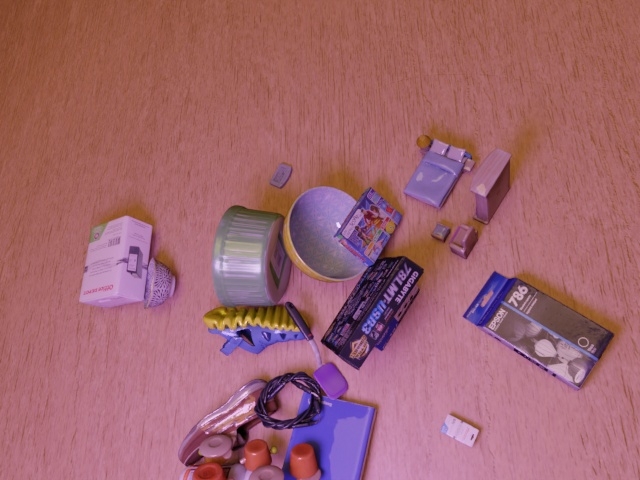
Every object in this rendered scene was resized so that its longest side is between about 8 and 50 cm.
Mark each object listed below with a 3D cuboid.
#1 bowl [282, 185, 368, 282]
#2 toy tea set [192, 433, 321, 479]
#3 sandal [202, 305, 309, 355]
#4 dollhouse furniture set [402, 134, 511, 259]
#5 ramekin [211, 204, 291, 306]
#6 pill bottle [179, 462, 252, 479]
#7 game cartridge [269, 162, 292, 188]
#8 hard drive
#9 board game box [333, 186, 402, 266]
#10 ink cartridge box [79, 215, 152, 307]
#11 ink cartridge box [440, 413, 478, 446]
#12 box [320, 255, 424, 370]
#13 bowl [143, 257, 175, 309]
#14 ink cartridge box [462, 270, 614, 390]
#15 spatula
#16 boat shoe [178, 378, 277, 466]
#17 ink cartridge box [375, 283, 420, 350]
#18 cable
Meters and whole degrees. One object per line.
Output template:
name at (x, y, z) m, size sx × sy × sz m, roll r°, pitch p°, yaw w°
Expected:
bowl at (0.000, 0.000, 1.570) m, size 0.156 × 0.289 × 0.290 m, roll -32°, pitch 51°, yaw 54°
toy tea set at (-0.168, 0.601, 1.339) m, size 0.335 × 0.200 × 0.124 m, roll -1°, pitch 108°, yaw 12°
sandal at (-0.187, 0.274, 1.583) m, size 0.317 × 0.126 × 0.138 m, roll 0°, pitch 106°, yaw 12°
dollhouse furniture set at (0.344, -0.160, 1.510) m, size 0.303 × 0.198 × 0.286 m, roll 30°, pitch 81°, yaw 27°
ramekin at (-0.189, 0.051, 1.561) m, size 0.148 × 0.303 × 0.304 m, roll 4°, pitch 71°, yaw 13°
pill bottle at (-0.260, 0.665, 1.433) m, size 0.221 × 0.121 × 0.121 m, roll -8°, pitch 67°, yaw 13°
game cartridge at (-0.132, -0.218, 1.801) m, size 0.056 × 0.017 × 0.083 m, roll 24°, pitch 79°, yaw 29°
hard drive at (0.010, 0.578, 1.395) m, size 0.210 × 0.040 × 0.319 m, roll 6°, pitch 64°, yaw 23°
board game box at (0.141, -0.042, 1.546) m, size 0.136 × 0.035 × 0.201 m, roll 41°, pitch 59°, yaw -9°
ink cartridge box at (-0.689, 0.077, 1.799) m, size 0.198 × 0.114 × 0.273 m, roll -13°, pitch 66°, yaw 31°
ink cartridge box at (0.353, 0.481, 1.347) m, size 0.083 × 0.028 × 0.048 m, roll 23°, pitch 78°, yaw 26°
box at (0.124, 0.179, 1.407) m, size 0.073 × 0.293 × 0.296 m, roll 35°, pitch 81°, yaw -4°
bowl at (-0.522, 0.145, 1.739) m, size 0.080 × 0.170 × 0.170 m, roll 9°, pitch 66°, yaw -24°
ink cartridge box at (0.547, 0.217, 1.367) m, size 0.332 × 0.065 × 0.165 m, roll 32°, pitch 83°, yaw 28°
spatula at (-0.019, 0.300, 1.490) m, size 0.030 × 0.084 × 0.297 m, roll -38°, pitch 78°, yaw 46°
boat shoe at (-0.258, 0.530, 1.491) m, size 0.324 × 0.123 × 0.116 m, roll -42°, pitch 64°, yaw 1°
ink cartridge box at (0.198, 0.201, 1.473) m, size 0.046 × 0.097 × 0.207 m, roll 30°, pitch 82°, yaw 26°
cable at (-0.090, 0.432, 1.438) m, size 0.184 × 0.047 × 0.151 m, roll -7°, pitch 63°, yaw 1°
